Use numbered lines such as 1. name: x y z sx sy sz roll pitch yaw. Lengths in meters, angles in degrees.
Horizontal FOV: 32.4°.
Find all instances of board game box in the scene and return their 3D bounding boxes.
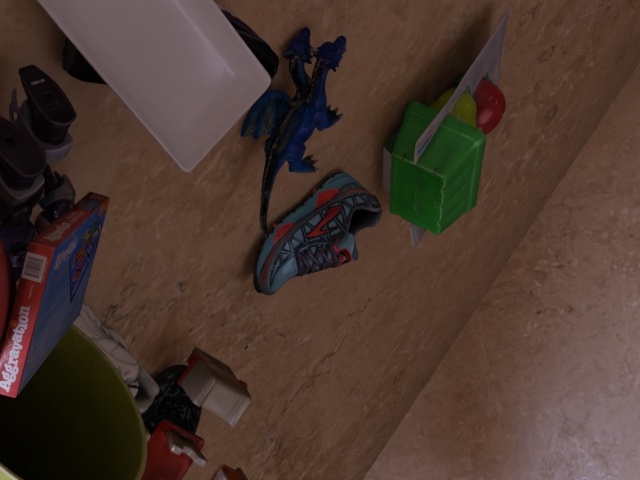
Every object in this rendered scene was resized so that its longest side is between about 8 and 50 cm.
1. board game box: -0.264 0.043 1.105 0.281 0.027 0.145 -95 -158 -79

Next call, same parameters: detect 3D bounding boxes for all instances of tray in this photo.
1. tray: -0.173 -0.211 1.111 0.145 0.030 0.270 -49 124 -16

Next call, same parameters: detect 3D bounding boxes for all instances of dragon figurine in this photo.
1. dragon figurine: -0.049 -0.154 1.521 0.289 0.085 0.144 -59 156 -1

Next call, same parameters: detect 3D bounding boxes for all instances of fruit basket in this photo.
1. fruit basket: 0.243 -0.205 2.018 0.327 0.165 0.353 86 28 -58

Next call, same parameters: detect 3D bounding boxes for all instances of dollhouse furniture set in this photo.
1. dollhouse furniture set: -0.218 0.306 1.677 0.262 0.135 0.259 34 91 -24

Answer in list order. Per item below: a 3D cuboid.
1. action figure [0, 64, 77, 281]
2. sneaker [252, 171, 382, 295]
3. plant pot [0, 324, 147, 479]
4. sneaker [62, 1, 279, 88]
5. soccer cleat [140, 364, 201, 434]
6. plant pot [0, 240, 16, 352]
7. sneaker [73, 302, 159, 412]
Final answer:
1. action figure: -0.319 -0.038 1.132 0.185 0.099 0.285 -44 171 -42
2. sneaker: 0.000 0.000 1.792 0.262 0.125 0.104 -46 156 -20
3. plant pot: -0.391 0.254 1.219 0.293 0.275 0.275 -41 163 20
4. sneaker: -0.147 -0.205 1.199 0.283 0.124 0.107 -20 139 -54
5. soccer cleat: -0.279 0.341 1.776 0.318 0.109 0.116 -71 -160 4
6. plant pot: -0.384 0.031 0.912 0.275 0.275 0.243 -51 169 -10
7. sneaker: -0.298 0.155 1.424 0.110 0.118 0.292 -52 157 -3
